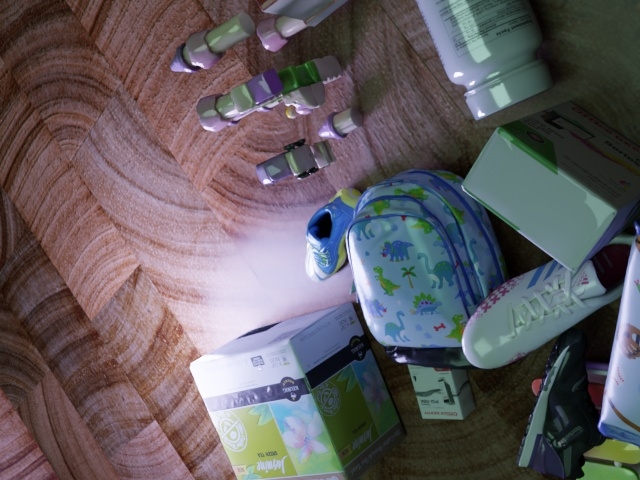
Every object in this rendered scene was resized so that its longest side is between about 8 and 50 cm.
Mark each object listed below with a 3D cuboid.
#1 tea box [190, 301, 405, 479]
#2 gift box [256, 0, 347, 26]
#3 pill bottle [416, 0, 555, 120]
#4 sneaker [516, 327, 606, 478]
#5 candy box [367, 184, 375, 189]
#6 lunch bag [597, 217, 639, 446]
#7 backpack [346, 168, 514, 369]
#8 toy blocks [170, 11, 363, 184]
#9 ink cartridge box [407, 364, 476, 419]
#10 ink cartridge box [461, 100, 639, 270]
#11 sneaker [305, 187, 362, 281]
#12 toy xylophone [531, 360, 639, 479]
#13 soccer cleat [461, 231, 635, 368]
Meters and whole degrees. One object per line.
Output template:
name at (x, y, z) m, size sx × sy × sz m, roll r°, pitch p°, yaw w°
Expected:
tea box at (-0.050, 0.344, 1.813) m, size 0.329 × 0.220 × 0.324 m, roll -20°, pitch 95°, yaw 42°
gift box at (0.006, -0.520, 1.401) m, size 0.276 × 0.258 × 0.255 m, roll -26°, pitch 88°, yaw 22°
pill bottle at (0.251, -0.344, 1.329) m, size 0.160 × 0.160 × 0.283 m, roll -21°, pitch 94°, yaw 42°
sneaker at (0.418, 0.272, 1.393) m, size 0.124 × 0.107 × 0.283 m, roll 17°, pitch 123°, yaw 17°
candy box at (0.128, 0.003, 1.659) m, size 0.105 × 0.027 × 0.206 m, roll 23°, pitch 121°, yaw 31°
lunch bag at (0.589, 0.144, 1.090) m, size 0.385 × 0.239 × 0.328 m, roll 17°, pitch 116°, yaw 31°
backpack at (0.190, 0.049, 1.501) m, size 0.290 × 0.273 × 0.356 m, roll -1°, pitch 96°, yaw 41°
toy blocks at (-0.119, -0.251, 1.584) m, size 0.260 × 0.288 × 0.309 m, roll -20°, pitch 97°, yaw 36°
ink cartridge box at (0.237, 0.280, 1.665) m, size 0.099 × 0.056 × 0.135 m, roll -9°, pitch 101°, yaw 40°
ink cartridge box at (0.371, -0.093, 1.258) m, size 0.201 × 0.278 × 0.117 m, roll 40°, pitch 125°, yaw 20°
sneaker at (0.000, 0.000, 1.694) m, size 0.091 × 0.126 × 0.240 m, roll 38°, pitch 127°, yaw 21°
toy xylophone at (0.508, 0.341, 1.454) m, size 0.236 × 0.081 × 0.323 m, roll -9°, pitch 102°, yaw 40°
soccer cleat at (0.365, 0.087, 1.326) m, size 0.331 × 0.143 × 0.116 m, roll -35°, pitch 85°, yaw 0°
